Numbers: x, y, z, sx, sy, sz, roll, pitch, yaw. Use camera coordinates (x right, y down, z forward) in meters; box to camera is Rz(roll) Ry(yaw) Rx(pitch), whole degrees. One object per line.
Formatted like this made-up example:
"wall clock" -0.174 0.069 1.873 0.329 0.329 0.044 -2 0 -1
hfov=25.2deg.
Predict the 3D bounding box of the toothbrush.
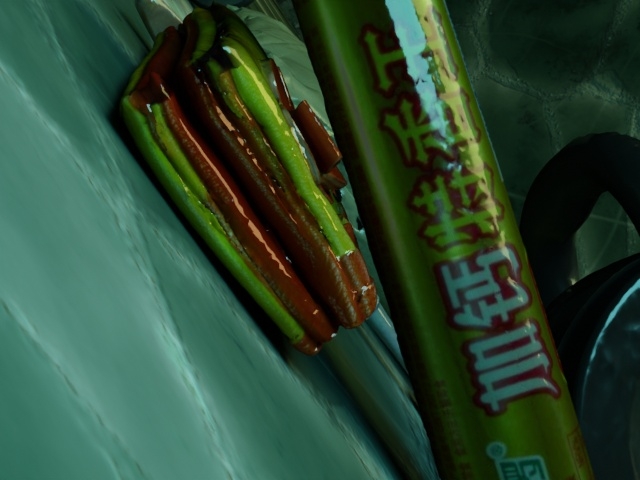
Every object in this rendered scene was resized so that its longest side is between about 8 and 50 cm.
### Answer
"toothbrush" 0.000 0.000 0.864 0.375 0.028 0.037 54 0 -29

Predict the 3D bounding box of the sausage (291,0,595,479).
"sausage" 0.052 -0.026 0.676 0.082 0.082 0.371 -39 112 -85

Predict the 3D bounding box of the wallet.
"wallet" -0.026 -0.041 0.678 0.141 0.067 0.241 57 5 -14

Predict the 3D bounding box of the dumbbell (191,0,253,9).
"dumbbell" -0.093 -0.238 1.168 0.081 0.082 0.254 57 5 9

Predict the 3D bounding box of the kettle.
"kettle" 0.195 0.093 0.893 0.324 0.228 0.320 132 -57 -75

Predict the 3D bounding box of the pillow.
"pillow" 0.022 -0.042 1.056 0.280 0.076 0.274 55 4 -19
